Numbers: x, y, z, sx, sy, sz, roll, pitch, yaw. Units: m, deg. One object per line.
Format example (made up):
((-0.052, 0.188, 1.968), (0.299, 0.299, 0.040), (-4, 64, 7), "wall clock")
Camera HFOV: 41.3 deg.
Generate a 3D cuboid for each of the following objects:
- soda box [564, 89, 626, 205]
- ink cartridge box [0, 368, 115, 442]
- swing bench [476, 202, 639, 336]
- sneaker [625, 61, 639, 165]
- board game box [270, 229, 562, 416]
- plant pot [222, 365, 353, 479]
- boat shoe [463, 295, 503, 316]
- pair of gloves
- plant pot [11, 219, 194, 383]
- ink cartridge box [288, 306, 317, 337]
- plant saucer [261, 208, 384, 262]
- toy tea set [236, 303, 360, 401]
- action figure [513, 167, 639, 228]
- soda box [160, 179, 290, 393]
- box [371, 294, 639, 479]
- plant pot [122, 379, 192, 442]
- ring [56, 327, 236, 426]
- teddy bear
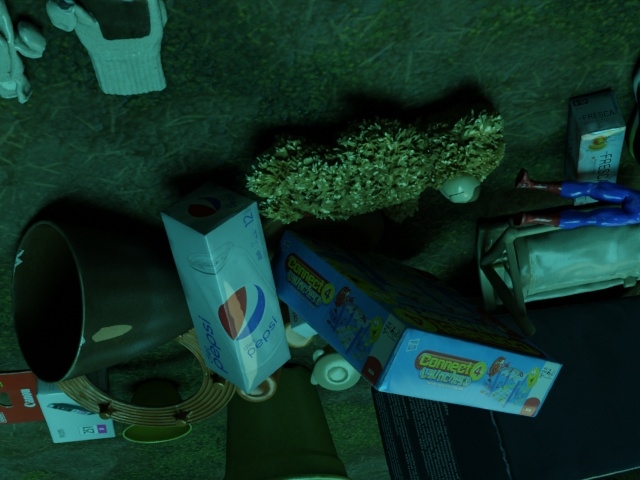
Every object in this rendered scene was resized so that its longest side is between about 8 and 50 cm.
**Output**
((0.369, -0.121, 1.152), (0.058, 0.063, 0.183), (-11, 151, 7), "soda box")
((-0.529, 0.326, 1.655), (0.239, 0.060, 0.275), (-4, 150, -12), "ink cartridge box")
((0.384, 0.027, 1.285), (0.253, 0.165, 0.254), (-11, -175, -1), "swing bench")
((0.451, -0.152, 1.088), (0.084, 0.097, 0.234), (-14, 150, 7), "sneaker")
((0.123, 0.113, 1.180), (0.308, 0.302, 0.086), (16, 103, -38), "board game box")
((-0.086, 0.399, 1.716), (0.276, 0.254, 0.276), (-8, 150, -5), "plant pot")
((0.224, 0.141, 1.557), (0.228, 0.069, 0.081), (-9, 107, -20), "boat shoe")
((-0.272, -0.206, 0.837), (0.240, 0.042, 0.204), (-2, 149, -12), "pair of gloves")
((-0.277, 0.078, 1.188), (0.230, 0.215, 0.215), (-2, 152, -42), "plant pot")
((0.008, 0.095, 1.387), (0.122, 0.088, 0.052), (-24, 147, 23), "ink cartridge box")
((0.000, 0.000, 1.276), (0.200, 0.037, 0.200), (-7, 151, -4), "plant saucer")
((-0.032, 0.171, 1.524), (0.336, 0.124, 0.200), (-8, 121, 3), "toy tea set")
((0.404, -0.050, 1.090), (0.280, 0.091, 0.139), (5, 172, -1), "action figure")
((-0.124, 0.068, 1.160), (0.091, 0.098, 0.286), (-37, 135, -32), "soda box")
((0.415, 0.320, 1.589), (0.480, 0.297, 0.472), (-6, 161, -21), "box")
((-0.327, 0.336, 1.693), (0.134, 0.095, 0.134), (-7, 149, -4), "plant pot")
((-0.311, 0.229, 1.467), (0.336, 0.032, 0.336), (3, 133, 3), "ring")
((0.072, -0.082, 1.085), (0.338, 0.113, 0.245), (-3, 152, -11), "teddy bear")
